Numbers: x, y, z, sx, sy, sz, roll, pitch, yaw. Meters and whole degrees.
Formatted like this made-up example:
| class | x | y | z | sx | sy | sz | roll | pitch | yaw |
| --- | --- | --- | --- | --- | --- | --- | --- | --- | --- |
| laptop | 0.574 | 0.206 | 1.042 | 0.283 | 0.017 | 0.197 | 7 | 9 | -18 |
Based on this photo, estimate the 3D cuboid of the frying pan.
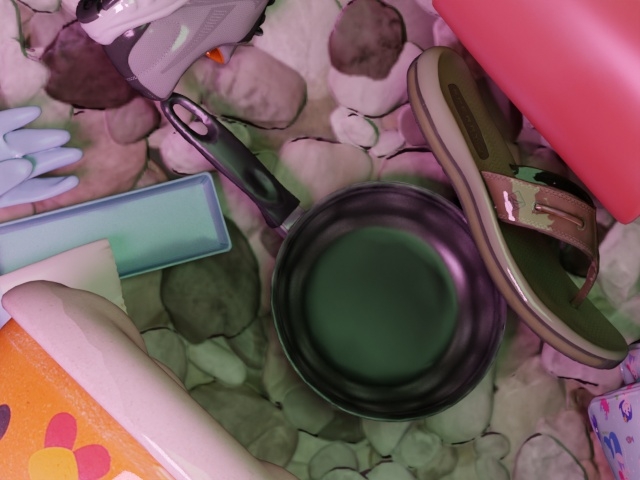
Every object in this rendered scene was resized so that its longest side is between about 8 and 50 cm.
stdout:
| class | x | y | z | sx | sy | sz | roll | pitch | yaw |
| --- | --- | --- | --- | --- | --- | --- | --- | --- | --- |
| frying pan | -0.006 | 0.028 | 1.444 | 0.326 | 0.053 | 0.197 | 20 | 74 | -9 |

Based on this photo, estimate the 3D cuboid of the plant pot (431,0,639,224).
| class | x | y | z | sx | sy | sz | roll | pitch | yaw |
| --- | --- | --- | --- | --- | --- | --- | --- | --- | --- |
| plant pot | 0.242 | -0.190 | 1.452 | 0.243 | 0.275 | 0.275 | 40 | 73 | 2 |

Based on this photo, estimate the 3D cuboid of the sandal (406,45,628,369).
| class | x | y | z | sx | sy | sz | roll | pitch | yaw |
| --- | --- | --- | --- | --- | --- | --- | --- | --- | --- |
| sandal | 0.170 | -0.030 | 1.460 | 0.086 | 0.120 | 0.303 | -28 | 89 | 23 |

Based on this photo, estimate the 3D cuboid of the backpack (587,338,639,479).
| class | x | y | z | sx | sy | sz | roll | pitch | yaw |
| --- | --- | --- | --- | --- | --- | --- | --- | --- | --- |
| backpack | 0.348 | 0.178 | 1.434 | 0.191 | 0.225 | 0.253 | -28 | 88 | -17 |

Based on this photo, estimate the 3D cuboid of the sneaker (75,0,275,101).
| class | x | y | z | sx | sy | sz | roll | pitch | yaw |
| --- | --- | --- | --- | --- | --- | --- | --- | --- | --- |
| sneaker | -0.070 | -0.213 | 1.444 | 0.271 | 0.100 | 0.108 | -39 | 115 | -23 |

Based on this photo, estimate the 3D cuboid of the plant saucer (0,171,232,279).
| class | x | y | z | sx | sy | sz | roll | pitch | yaw |
| --- | --- | --- | --- | --- | --- | --- | --- | --- | --- |
| plant saucer | -0.169 | 0.000 | 1.418 | 0.192 | 0.018 | 0.067 | -15 | 86 | -17 |

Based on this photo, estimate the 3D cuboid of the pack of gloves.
| class | x | y | z | sx | sy | sz | roll | pitch | yaw |
| --- | --- | --- | --- | --- | --- | --- | --- | --- | --- |
| pack of gloves | -0.277 | 0.007 | 1.363 | 0.232 | 0.046 | 0.195 | -13 | 86 | -27 |

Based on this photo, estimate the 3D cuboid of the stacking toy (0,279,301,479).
| class | x | y | z | sx | sy | sz | roll | pitch | yaw |
| --- | --- | --- | --- | --- | --- | --- | --- | --- | --- |
| stacking toy | -0.224 | 0.297 | 1.215 | 0.350 | 0.350 | 0.480 | 44 | 82 | -6 |
